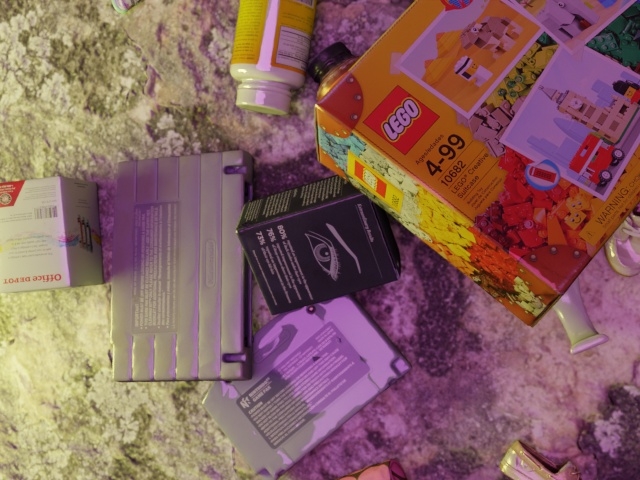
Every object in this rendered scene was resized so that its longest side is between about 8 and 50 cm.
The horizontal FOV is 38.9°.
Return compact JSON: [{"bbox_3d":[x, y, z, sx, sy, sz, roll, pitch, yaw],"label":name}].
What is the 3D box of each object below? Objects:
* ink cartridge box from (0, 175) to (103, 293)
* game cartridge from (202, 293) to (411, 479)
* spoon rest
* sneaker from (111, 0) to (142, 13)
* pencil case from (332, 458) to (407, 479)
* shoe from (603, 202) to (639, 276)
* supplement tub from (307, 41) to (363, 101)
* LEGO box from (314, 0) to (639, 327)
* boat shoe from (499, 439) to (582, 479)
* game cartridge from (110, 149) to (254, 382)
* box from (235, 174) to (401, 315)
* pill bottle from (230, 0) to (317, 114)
[{"bbox_3d":[-0.436,-0.006,1.455,0.128,0.127,0.176,-5,87,11],"label":"ink cartridge box"},{"bbox_3d":[-0.031,0.212,1.403,0.294,0.060,0.196,-40,85,8],"label":"game cartridge"},{"bbox_3d":[0.335,0.035,1.325,0.137,0.084,0.276,-23,71,9],"label":"spoon rest"},{"bbox_3d":[-0.321,-0.429,1.488,0.069,0.038,0.098,-26,93,9],"label":"sneaker"},{"bbox_3d":[0.037,0.410,1.367,0.209,0.095,0.098,-23,100,13],"label":"pencil case"},{"bbox_3d":[0.451,-0.057,1.301,0.077,0.058,0.219,7,90,12],"label":"shoe"},{"bbox_3d":[0.066,-0.203,1.363,0.106,0.106,0.198,-39,82,9],"label":"supplement tub"},{"bbox_3d":[0.295,-0.201,1.188,0.372,0.193,0.500,39,77,12],"label":"LEGO box"},{"bbox_3d":[0.347,0.345,1.313,0.170,0.063,0.059,25,100,12],"label":"boat shoe"},{"bbox_3d":[-0.217,0.042,1.421,0.230,0.068,0.354,-4,79,21],"label":"game cartridge"},{"bbox_3d":[0.000,0.000,1.345,0.207,0.108,0.153,-16,114,10],"label":"box"},{"bbox_3d":[-0.073,-0.306,1.389,0.117,0.117,0.214,9,90,12],"label":"pill bottle"}]
